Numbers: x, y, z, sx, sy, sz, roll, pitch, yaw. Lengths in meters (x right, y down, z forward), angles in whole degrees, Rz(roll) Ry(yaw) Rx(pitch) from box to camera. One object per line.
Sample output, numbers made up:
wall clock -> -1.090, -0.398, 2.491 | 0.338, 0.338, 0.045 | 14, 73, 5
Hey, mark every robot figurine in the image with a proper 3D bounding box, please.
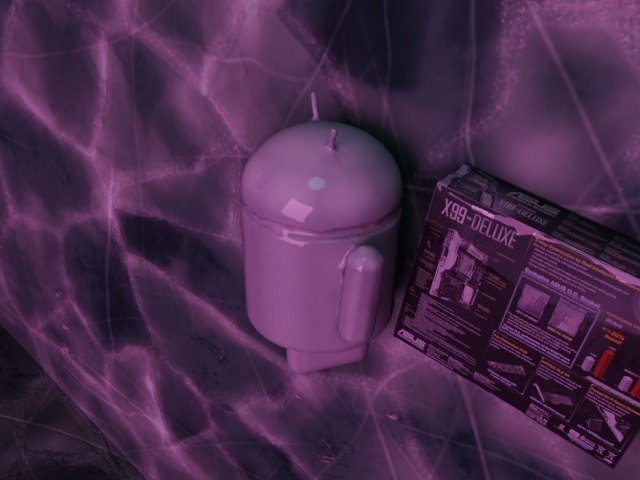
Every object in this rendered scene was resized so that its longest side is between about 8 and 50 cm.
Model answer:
robot figurine -> 0.000, 0.000, 0.860 | 0.300, 0.200, 0.353 | -130, 34, -51

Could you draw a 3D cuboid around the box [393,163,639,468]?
box -> 0.250, 0.084, 0.780 | 0.307, 0.076, 0.242 | 29, 129, 26
